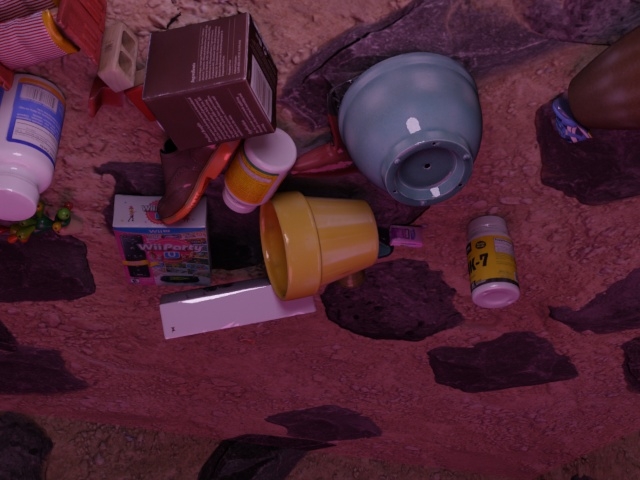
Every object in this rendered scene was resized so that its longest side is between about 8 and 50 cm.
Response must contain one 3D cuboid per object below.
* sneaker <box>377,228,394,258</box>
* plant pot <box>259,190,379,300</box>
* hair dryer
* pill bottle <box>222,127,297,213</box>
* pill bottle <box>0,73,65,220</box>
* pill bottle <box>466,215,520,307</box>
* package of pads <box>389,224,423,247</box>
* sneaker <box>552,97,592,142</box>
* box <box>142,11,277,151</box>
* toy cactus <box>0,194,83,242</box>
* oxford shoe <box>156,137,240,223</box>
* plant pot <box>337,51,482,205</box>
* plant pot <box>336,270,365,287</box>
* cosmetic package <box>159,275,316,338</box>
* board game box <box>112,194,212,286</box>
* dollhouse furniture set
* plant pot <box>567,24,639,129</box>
[{"bbox_3d":[0.073,0.006,2.312,0.223,0.083,0.098,5,176,-12],"label":"sneaker"},{"bbox_3d":[0.000,0.000,2.137,0.238,0.254,0.254,-9,152,-17],"label":"plant pot"},{"bbox_3d":[0.041,-0.227,1.913,0.223,0.080,0.293,27,125,-33],"label":"hair dryer"},{"bbox_3d":[-0.140,-0.147,1.958,0.117,0.118,0.208,12,147,-20],"label":"pill bottle"},{"bbox_3d":[-0.596,-0.181,1.778,0.152,0.272,0.152,0,149,0],"label":"pill bottle"},{"bbox_3d":[0.424,0.051,2.236,0.119,0.209,0.119,-1,149,0],"label":"pill bottle"},{"bbox_3d":[0.217,-0.011,2.283,0.083,0.050,0.032,4,154,-8],"label":"package of pads"},{"bbox_3d":[0.518,-0.246,1.896,0.059,0.053,0.144,-21,142,34],"label":"sneaker"},{"bbox_3d":[-0.201,-0.295,1.694,0.203,0.167,0.168,-8,149,13],"label":"box"},{"bbox_3d":[-0.661,-0.049,2.189,0.219,0.112,0.180,-25,160,31],"label":"toy cactus"},{"bbox_3d":[-0.296,-0.165,1.986,0.132,0.130,0.364,33,136,-12],"label":"oxford shoe"},{"bbox_3d":[0.193,-0.193,1.777,0.292,0.196,0.293,-6,136,-6],"label":"plant pot"},{"bbox_3d":[0.076,0.070,2.402,0.083,0.083,0.079,-3,136,4],"label":"plant pot"},{"bbox_3d":[-0.221,0.162,2.326,0.377,0.098,0.284,-10,-175,-9],"label":"cosmetic package"},{"bbox_3d":[-0.389,0.005,2.262,0.223,0.098,0.303,0,149,-3],"label":"board game box"},{"bbox_3d":[-0.441,-0.315,1.672,0.201,0.152,0.374,-13,147,19],"label":"dollhouse furniture set"},{"bbox_3d":[0.592,-0.293,1.699,0.215,0.215,0.230,22,156,-32],"label":"plant pot"}]
